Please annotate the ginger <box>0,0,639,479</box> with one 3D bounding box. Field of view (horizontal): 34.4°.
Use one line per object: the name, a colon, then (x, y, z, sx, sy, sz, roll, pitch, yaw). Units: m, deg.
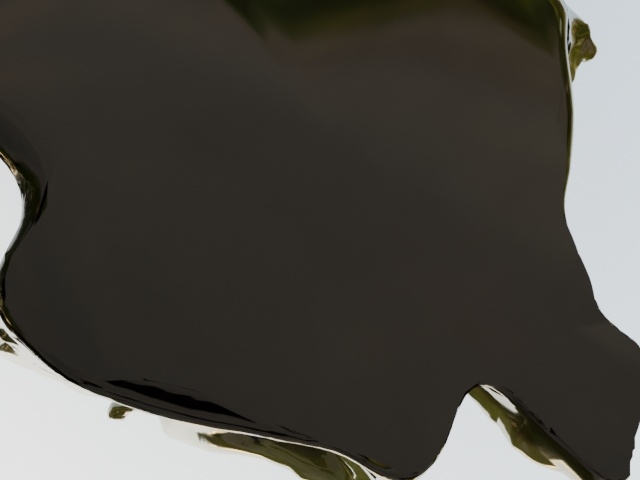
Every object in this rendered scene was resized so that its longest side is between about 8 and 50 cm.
ginger: (0.000, 0.000, 0.599, 0.413, 0.358, 0.211, -5, -25, -19)
